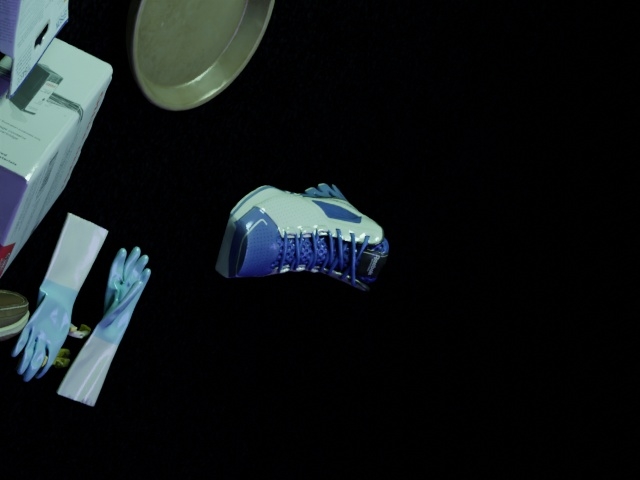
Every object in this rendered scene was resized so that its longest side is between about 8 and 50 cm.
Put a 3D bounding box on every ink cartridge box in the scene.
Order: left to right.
[{"bbox_3d":[-0.351,-0.085,1.864,0.197,0.114,0.273,-61,-178,34],"label":"ink cartridge box"},{"bbox_3d":[-0.308,-0.298,1.799,0.223,0.045,0.224,-74,178,-59],"label":"ink cartridge box"}]

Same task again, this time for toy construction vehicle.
[{"bbox_3d":[-0.362,0.149,2.285,0.098,0.035,0.086,14,104,-60],"label":"toy construction vehicle"}]

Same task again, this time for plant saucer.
[{"bbox_3d":[-0.160,-0.304,2.197,0.278,0.041,0.278,-39,145,-34],"label":"plant saucer"}]

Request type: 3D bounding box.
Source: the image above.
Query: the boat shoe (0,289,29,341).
[{"bbox_3d":[-0.448,0.071,2.026,0.257,0.095,0.095,-5,114,-56],"label":"boat shoe"}]

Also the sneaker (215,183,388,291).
[{"bbox_3d":[0.001,0.000,2.574,0.315,0.182,0.127,-15,126,-52],"label":"sneaker"}]

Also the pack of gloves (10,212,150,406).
[{"bbox_3d":[-0.310,0.101,2.257,0.195,0.046,0.232,30,80,-55],"label":"pack of gloves"}]
